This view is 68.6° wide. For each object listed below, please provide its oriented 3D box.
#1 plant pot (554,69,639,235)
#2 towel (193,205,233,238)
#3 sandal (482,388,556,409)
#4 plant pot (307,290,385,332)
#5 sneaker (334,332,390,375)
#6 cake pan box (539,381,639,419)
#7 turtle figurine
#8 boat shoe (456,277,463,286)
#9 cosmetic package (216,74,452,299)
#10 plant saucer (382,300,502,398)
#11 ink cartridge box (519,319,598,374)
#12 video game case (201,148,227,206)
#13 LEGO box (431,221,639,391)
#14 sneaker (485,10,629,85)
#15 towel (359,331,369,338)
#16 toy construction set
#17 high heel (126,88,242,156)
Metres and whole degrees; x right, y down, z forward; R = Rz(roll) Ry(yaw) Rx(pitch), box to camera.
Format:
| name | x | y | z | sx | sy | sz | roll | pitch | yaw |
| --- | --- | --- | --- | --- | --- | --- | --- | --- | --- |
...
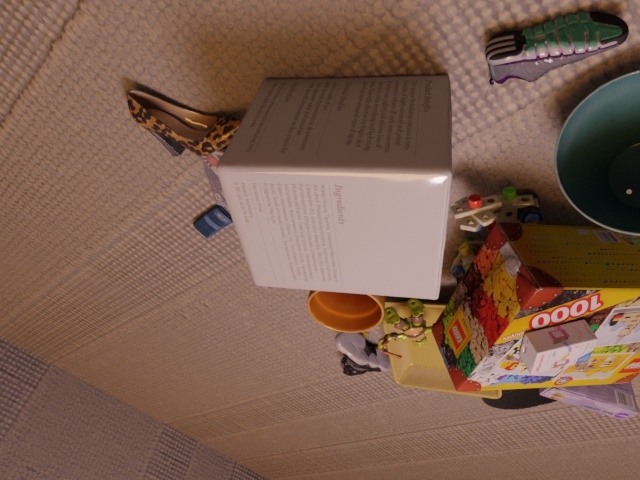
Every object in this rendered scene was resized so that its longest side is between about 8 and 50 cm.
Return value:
| name | x | y | z | sx | sy | sz | roll | pitch | yaw |
| --- | --- | --- | --- | --- | --- | --- | --- | --- | --- |
| plant pot | 0.607 | -0.142 | 0.866 | 0.290 | 0.290 | 0.195 | -21 | 163 | 31 |
| towel | -0.307 | -0.052 | 1.336 | 0.119 | 0.029 | 0.067 | -27 | 122 | 35 |
| sandal | 0.749 | 0.447 | 1.541 | 0.446 | 0.107 | 0.167 | -24 | 125 | 18 |
| plant pot | 0.079 | 0.120 | 1.298 | 0.205 | 0.187 | 0.205 | 7 | 136 | 6 |
| sneaker | 0.110 | 0.403 | 1.627 | 0.153 | 0.101 | 0.269 | -28 | 134 | 35 |
| cake pan box | 0.741 | 0.349 | 1.323 | 0.267 | 0.245 | 0.070 | 16 | 140 | -4 |
| turtle figurine | 0.272 | 0.242 | 1.315 | 0.270 | 0.087 | 0.217 | -11 | 139 | 19 |
| boat shoe | 0.472 | 0.150 | 1.313 | 0.219 | 0.070 | 0.077 | 24 | 136 | -10 |
| cosmetic package | 0.056 | -0.113 | 0.962 | 0.394 | 0.329 | 0.327 | 3 | 135 | 13 |
| plant saucer | 0.370 | 0.311 | 1.428 | 0.333 | 0.081 | 0.332 | 0 | 118 | 28 |
| ink cartridge box | 0.472 | 0.214 | 0.938 | 0.123 | 0.052 | 0.088 | -13 | 135 | 1 |
| video game case | -0.199 | -0.145 | 1.180 | 0.201 | 0.023 | 0.183 | 15 | 139 | 23 |
| LEGO box | 0.573 | 0.164 | 1.087 | 0.501 | 0.193 | 0.372 | 2 | 133 | -15 |
| sneaker | 0.415 | -0.336 | 0.841 | 0.224 | 0.083 | 0.098 | -1 | 155 | 22 |
| towel | 0.123 | 0.323 | 1.625 | 0.083 | 0.009 | 0.060 | 27 | 136 | -14 |
| toy construction set | 0.409 | -0.014 | 1.118 | 0.215 | 0.151 | 0.327 | -4 | 145 | 18 |
| high heel | -0.306 | -0.280 | 1.050 | 0.261 | 0.093 | 0.186 | -5 | 140 | 32 |
